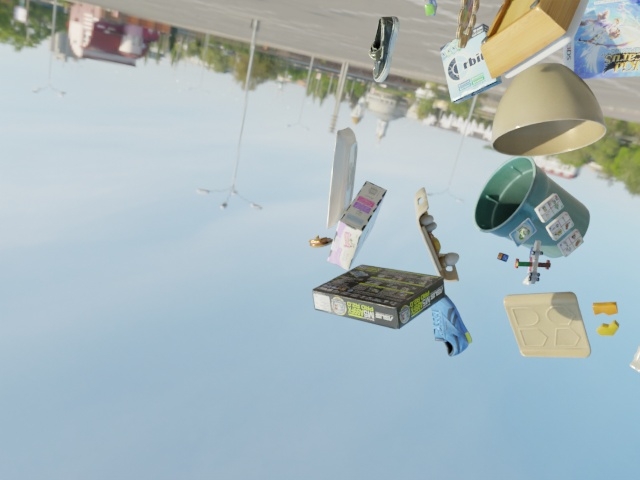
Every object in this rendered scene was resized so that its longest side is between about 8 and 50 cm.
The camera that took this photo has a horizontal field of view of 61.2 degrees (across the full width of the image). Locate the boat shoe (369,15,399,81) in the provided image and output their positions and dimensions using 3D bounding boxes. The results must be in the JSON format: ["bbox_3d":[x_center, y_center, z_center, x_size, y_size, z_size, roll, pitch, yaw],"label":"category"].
[{"bbox_3d":[0.195,-0.625,1.773,0.070,0.219,0.078,-7,-137,-20],"label":"boat shoe"}]

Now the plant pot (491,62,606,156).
[{"bbox_3d":[0.602,-0.361,1.458,0.284,0.191,0.284,-1,171,0],"label":"plant pot"}]

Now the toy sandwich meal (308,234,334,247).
[{"bbox_3d":[0.000,0.000,1.656,0.085,0.029,0.085,-12,-167,3],"label":"toy sandwich meal"}]

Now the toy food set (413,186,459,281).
[{"bbox_3d":[0.421,-0.024,1.947,0.092,0.306,0.220,-20,-159,15],"label":"toy food set"}]

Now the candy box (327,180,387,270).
[{"bbox_3d":[0.102,-0.042,1.502,0.070,0.165,0.196,26,-133,9],"label":"candy box"}]

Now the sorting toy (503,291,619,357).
[{"bbox_3d":[0.730,0.250,1.624,0.307,0.229,0.041,-8,-154,36],"label":"sorting toy"}]

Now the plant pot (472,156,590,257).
[{"bbox_3d":[0.847,-0.110,2.146,0.334,0.341,0.341,28,-167,-15],"label":"plant pot"}]

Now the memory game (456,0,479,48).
[{"bbox_3d":[0.386,-0.592,1.402,0.012,0.186,0.186,16,-164,22],"label":"memory game"}]

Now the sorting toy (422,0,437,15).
[{"bbox_3d":[0.394,-0.995,1.976,0.047,0.348,0.196,-2,-143,29],"label":"sorting toy"}]

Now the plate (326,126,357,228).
[{"bbox_3d":[0.071,-0.191,1.610,0.045,0.277,0.278,8,-165,9],"label":"plate"}]

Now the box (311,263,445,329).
[{"bbox_3d":[0.147,0.136,1.388,0.270,0.060,0.216,7,-159,42],"label":"box"}]

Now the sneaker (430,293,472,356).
[{"bbox_3d":[0.334,0.223,1.465,0.082,0.209,0.069,-34,-164,-15],"label":"sneaker"}]

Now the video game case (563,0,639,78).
[{"bbox_3d":[0.916,-0.645,1.721,0.269,0.244,0.061,12,-149,43],"label":"video game case"}]

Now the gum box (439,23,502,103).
[{"bbox_3d":[0.459,-0.539,1.660,0.041,0.184,0.157,-4,169,-44],"label":"gum box"}]

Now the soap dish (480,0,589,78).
[{"bbox_3d":[0.522,-0.553,1.300,0.118,0.291,0.229,36,158,-15],"label":"soap dish"}]

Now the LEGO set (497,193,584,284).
[{"bbox_3d":[0.614,0.009,1.548,0.182,0.244,0.060,52,172,-16],"label":"LEGO set"}]

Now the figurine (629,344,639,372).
[{"bbox_3d":[1.122,0.353,1.734,0.092,0.209,0.215,3,-161,-26],"label":"figurine"}]
